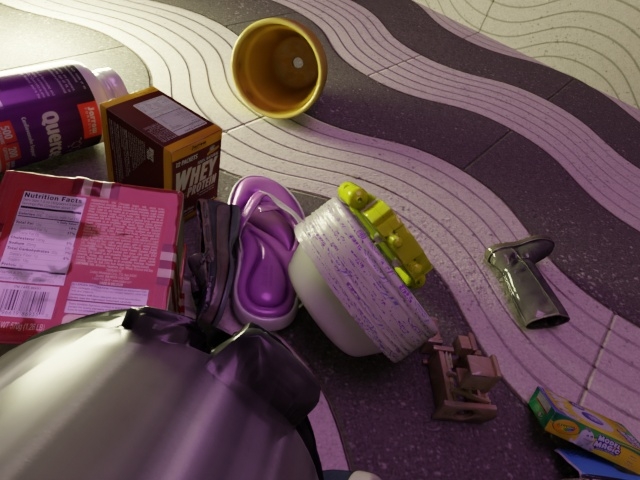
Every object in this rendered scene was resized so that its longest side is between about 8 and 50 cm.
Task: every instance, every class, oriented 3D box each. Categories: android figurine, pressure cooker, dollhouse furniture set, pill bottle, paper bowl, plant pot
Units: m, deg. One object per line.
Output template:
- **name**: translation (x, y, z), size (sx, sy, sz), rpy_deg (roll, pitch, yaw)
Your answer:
- **android figurine**: translation (0.128, -0.010, 0.918), size (0.248, 0.056, 0.273), rpy_deg (52, 3, -20)
- **pressure cooker**: translation (-0.178, 0.257, 0.380), size (0.370, 0.375, 0.420), rpy_deg (-1, 17, 5)
- **dollhouse furniture set**: translation (0.250, 0.187, 0.797), size (0.101, 0.160, 0.181), rpy_deg (9, 45, -9)
- **pill bottle**: translation (-0.572, -0.265, 0.977), size (0.181, 0.181, 0.323), rpy_deg (40, 48, 22)
- **paper bowl**: translation (0.056, 0.078, 0.794), size (0.148, 0.284, 0.284), rpy_deg (-37, 57, 4)
- **plant pot**: translation (-0.092, -0.493, 1.334), size (0.254, 0.253, 0.239), rpy_deg (21, 29, 3)

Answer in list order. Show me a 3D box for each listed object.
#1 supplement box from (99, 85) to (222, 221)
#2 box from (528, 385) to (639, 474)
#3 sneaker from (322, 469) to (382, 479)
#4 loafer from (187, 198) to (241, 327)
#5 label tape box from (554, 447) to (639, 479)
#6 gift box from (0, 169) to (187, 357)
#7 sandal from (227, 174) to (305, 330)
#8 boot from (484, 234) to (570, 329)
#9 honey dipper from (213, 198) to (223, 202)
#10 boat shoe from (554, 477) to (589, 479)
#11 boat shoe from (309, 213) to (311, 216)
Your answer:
- **supplement box**: translation (-0.318, -0.168, 0.952), size (0.194, 0.191, 0.129), rpy_deg (34, 46, 17)
- **box**: translation (0.452, 0.316, 0.783), size (0.179, 0.043, 0.105), rpy_deg (26, 9, 6)
- **sneaker**: translation (-0.015, 0.436, 0.509), size (0.148, 0.131, 0.350), rpy_deg (-6, 52, 26)
- **loafer**: translation (-0.203, 0.033, 0.839), size (0.084, 0.096, 0.267), rpy_deg (22, 44, -23)
- **label tape box**: translation (0.501, 0.446, 0.627), size (0.249, 0.115, 0.347), rpy_deg (12, 11, -6)
- **gift box**: translation (-0.325, 0.088, 0.655), size (0.255, 0.258, 0.276), rpy_deg (10, 63, -10)
- **sandal**: translation (-0.095, -0.013, 0.932), size (0.170, 0.102, 0.416), rpy_deg (3, 45, -16)
- **boot**: translation (0.481, 0.088, 1.035), size (0.190, 0.076, 0.208), rpy_deg (-13, 43, -10)
- **honey dipper**: translation (-0.213, -0.018, 0.955), size (0.031, 0.030, 0.160), rpy_deg (4, 48, -14)
- **boat shoe**: translation (0.230, 0.406, 0.621), size (0.335, 0.112, 0.095), rpy_deg (-9, 67, -18)
- **boat shoe**: translation (0.000, 0.000, 0.983), size (0.049, 0.056, 0.152), rpy_deg (3, 45, -8)
